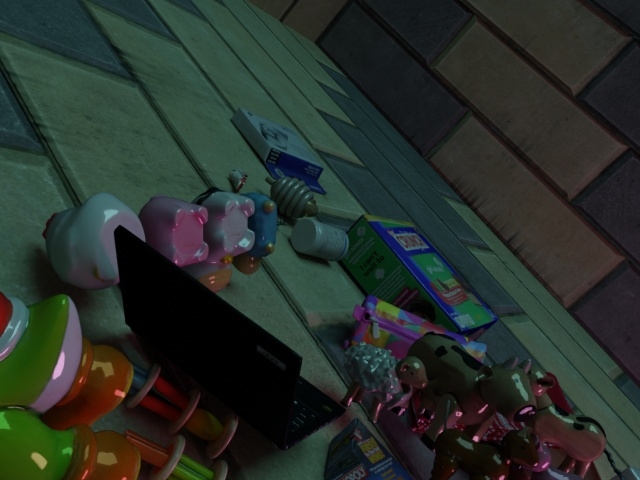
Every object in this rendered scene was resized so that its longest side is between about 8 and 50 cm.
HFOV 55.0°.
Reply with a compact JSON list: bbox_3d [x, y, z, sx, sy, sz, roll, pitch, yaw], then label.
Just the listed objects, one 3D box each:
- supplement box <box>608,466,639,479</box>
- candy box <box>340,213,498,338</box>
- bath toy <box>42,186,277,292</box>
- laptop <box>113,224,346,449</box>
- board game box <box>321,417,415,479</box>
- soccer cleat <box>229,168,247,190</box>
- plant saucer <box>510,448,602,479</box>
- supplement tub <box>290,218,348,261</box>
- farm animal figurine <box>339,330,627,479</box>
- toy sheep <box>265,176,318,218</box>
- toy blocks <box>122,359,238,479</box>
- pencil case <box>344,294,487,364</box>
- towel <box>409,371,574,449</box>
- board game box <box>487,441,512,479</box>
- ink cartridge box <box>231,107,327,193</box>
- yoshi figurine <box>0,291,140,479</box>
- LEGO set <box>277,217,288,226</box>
[{"bbox_3d":[0.518,0.443,0.967,0.220,0.114,0.111,28,27,-39],"label":"supplement box"},{"bbox_3d":[0.210,0.097,1.345,0.317,0.122,0.268,50,22,22],"label":"candy box"},{"bbox_3d":[-0.199,0.003,0.786,0.129,0.151,0.348,9,7,29],"label":"bath toy"},{"bbox_3d":[-0.084,0.100,0.675,0.234,0.136,0.264,33,11,21],"label":"laptop"},{"bbox_3d":[0.059,0.314,0.726,0.194,0.060,0.194,51,22,24],"label":"board game box"},{"bbox_3d":[-0.167,-0.122,1.232,0.036,0.029,0.083,28,20,-12],"label":"soccer cleat"},{"bbox_3d":[0.403,0.398,1.068,0.258,0.047,0.259,40,20,-10],"label":"plant saucer"},{"bbox_3d":[0.000,0.000,1.228,0.107,0.071,0.071,17,32,-48],"label":"supplement tub"},{"bbox_3d":[0.237,0.226,0.863,0.330,0.172,0.327,16,9,-46],"label":"farm animal figurine"},{"bbox_3d":[-0.062,-0.091,1.285,0.132,0.091,0.091,31,19,8],"label":"toy sheep"},{"bbox_3d":[-0.159,0.179,0.602,0.148,0.054,0.123,37,20,-14],"label":"toy blocks"},{"bbox_3d":[0.161,0.175,1.044,0.237,0.104,0.104,22,20,5],"label":"pencil case"},{"bbox_3d":[0.290,0.273,1.060,0.275,0.031,0.199,6,22,3],"label":"towel"},{"bbox_3d":[0.347,0.436,1.026,0.141,0.048,0.170,29,24,-30],"label":"board game box"},{"bbox_3d":[-0.090,-0.223,1.544,0.223,0.045,0.224,12,37,-55],"label":"ink cartridge box"},{"bbox_3d":[-0.309,0.097,0.403,0.362,0.204,0.202,44,56,-40],"label":"yoshi figurine"},{"bbox_3d":[-0.105,-0.046,1.208,0.083,0.023,0.054,33,16,14],"label":"LEGO set"}]
